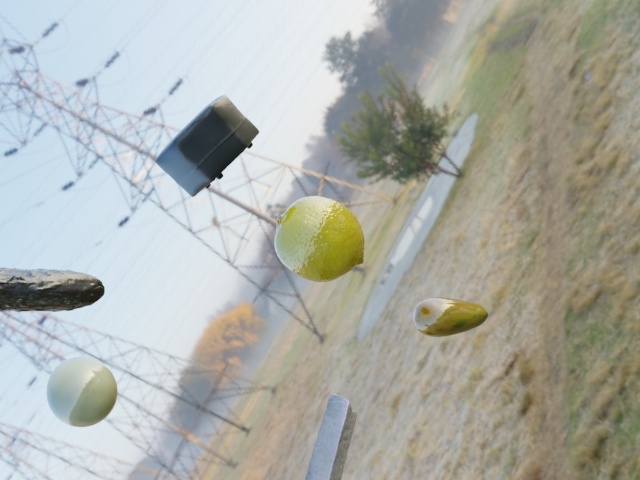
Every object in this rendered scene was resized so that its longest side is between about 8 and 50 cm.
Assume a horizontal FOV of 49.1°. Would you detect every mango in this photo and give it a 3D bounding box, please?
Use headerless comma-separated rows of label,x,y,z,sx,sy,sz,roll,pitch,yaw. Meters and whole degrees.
mango,0.290,0.173,1.584,0.111,0.163,0.090,-175,85,-70

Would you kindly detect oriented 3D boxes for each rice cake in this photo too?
rice cake,0.006,0.486,1.416,0.072,0.056,0.365,-10,47,33

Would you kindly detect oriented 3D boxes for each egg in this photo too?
egg,-0.681,0.425,1.992,0.253,0.188,0.189,24,84,57

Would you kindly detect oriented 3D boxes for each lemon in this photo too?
lemon,0.000,0.000,1.473,0.178,0.203,0.178,-62,0,1

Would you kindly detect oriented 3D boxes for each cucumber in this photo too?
cucumber,-0.484,0.072,1.057,0.081,0.303,0.072,-67,28,23

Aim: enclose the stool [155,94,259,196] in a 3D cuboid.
stool,-0.264,-0.221,1.650,0.232,0.141,0.232,-41,14,13
